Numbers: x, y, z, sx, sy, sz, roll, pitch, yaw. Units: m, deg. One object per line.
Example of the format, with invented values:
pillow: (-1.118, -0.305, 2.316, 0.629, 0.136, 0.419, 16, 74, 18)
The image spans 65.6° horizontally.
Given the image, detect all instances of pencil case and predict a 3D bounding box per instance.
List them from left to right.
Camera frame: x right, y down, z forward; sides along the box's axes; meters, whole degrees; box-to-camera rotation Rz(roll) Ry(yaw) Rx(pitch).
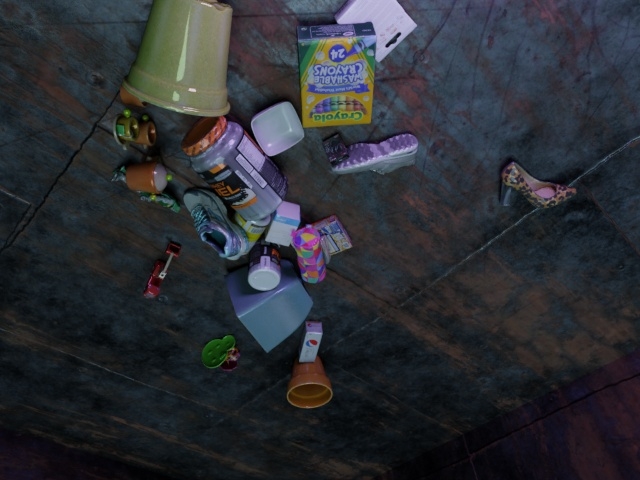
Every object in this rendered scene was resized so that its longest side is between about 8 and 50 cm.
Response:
pencil case: (-0.038, 0.053, 1.755, 0.105, 0.104, 0.236, -8, 140, 2)

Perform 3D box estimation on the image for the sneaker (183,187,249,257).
sneaker: (-0.359, -0.060, 1.621, 0.283, 0.122, 0.110, 45, 121, 8)

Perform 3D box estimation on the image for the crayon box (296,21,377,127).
crayon box: (0.044, -0.434, 1.396, 0.203, 0.083, 0.322, -4, 141, -2)

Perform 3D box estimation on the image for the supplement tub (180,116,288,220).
supplement tub: (-0.258, -0.222, 1.509, 0.194, 0.193, 0.316, -29, 127, 19)

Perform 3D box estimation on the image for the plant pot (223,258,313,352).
plant pot: (-0.178, 0.216, 1.879, 0.252, 0.247, 0.247, -30, 129, -1)

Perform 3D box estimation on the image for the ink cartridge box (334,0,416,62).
ink cartridge box: (0.149, -0.591, 1.333, 0.145, 0.045, 0.179, -39, 133, 25)

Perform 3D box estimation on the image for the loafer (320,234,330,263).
loafer: (0.019, 0.034, 1.801, 0.039, 0.045, 0.125, -39, 136, -22)

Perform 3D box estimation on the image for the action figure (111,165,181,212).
action figure: (-0.553, -0.155, 1.605, 0.232, 0.137, 0.063, 31, 77, -33)

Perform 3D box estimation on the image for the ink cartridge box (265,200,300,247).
ink cartridge box: (-0.137, -0.054, 1.735, 0.090, 0.092, 0.143, 15, 127, -18)

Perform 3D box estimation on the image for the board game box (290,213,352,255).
board game box: (0.000, 0.000, 1.828, 0.194, 0.045, 0.146, -22, 130, 13)

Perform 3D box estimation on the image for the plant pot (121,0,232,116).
plant pot: (-0.337, -0.486, 1.250, 0.276, 0.276, 0.253, 12, 117, -16)

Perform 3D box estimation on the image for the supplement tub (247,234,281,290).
supplement tub: (-0.201, 0.076, 1.778, 0.117, 0.190, 0.116, -3, 132, -3)

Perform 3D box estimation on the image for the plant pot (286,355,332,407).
plant pot: (-0.054, 0.634, 2.287, 0.205, 0.187, 0.205, -2, 131, -3)

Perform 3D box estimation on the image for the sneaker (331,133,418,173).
sneaker: (0.176, -0.247, 1.590, 0.282, 0.105, 0.115, -10, 138, 8)

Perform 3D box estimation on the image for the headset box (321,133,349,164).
headset box: (0.046, -0.289, 1.560, 0.062, 0.083, 0.032, -25, 165, 16)

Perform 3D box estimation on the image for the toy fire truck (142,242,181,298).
toy fire truck: (-0.579, 0.113, 1.810, 0.047, 0.191, 0.135, 27, 152, -25)

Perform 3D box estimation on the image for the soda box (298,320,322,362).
soda box: (-0.046, 0.452, 2.206, 0.074, 0.069, 0.216, 5, 131, -10)

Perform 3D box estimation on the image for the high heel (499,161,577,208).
high heel: (0.747, -0.200, 1.688, 0.262, 0.093, 0.186, -4, 138, 10)

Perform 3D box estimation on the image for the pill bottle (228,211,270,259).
pill bottle: (-0.270, -0.031, 1.726, 0.117, 0.117, 0.215, 23, 125, -24)

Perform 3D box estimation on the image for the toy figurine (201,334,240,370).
toy figurine: (-0.417, 0.516, 2.222, 0.173, 0.130, 0.159, -40, 142, -3)

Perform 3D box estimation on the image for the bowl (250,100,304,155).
bowl: (-0.134, -0.340, 1.492, 0.142, 0.053, 0.142, -31, 130, -6)

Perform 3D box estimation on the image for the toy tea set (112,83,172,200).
toy tea set: (-0.491, -0.289, 1.429, 0.125, 0.200, 0.335, 1, 126, 3)
